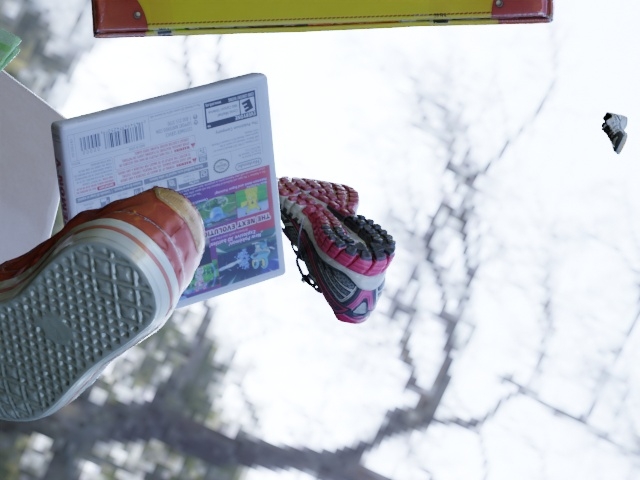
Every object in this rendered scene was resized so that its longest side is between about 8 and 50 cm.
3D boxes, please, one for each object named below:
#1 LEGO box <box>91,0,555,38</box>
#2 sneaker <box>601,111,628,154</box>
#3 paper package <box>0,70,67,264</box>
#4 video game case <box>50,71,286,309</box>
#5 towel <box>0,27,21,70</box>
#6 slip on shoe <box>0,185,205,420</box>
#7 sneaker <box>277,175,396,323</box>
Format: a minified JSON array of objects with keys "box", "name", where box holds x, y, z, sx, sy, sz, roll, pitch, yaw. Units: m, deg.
[{"box":[-0.002,-0.423,2.103,0.193,0.500,0.372,-69,157,-68],"name":"LEGO box"},{"box":[0.415,-0.153,2.796,0.083,0.037,0.032,-80,-167,-54],"name":"sneaker"},{"box":[-0.420,-0.059,1.889,0.168,0.325,0.309,-25,-138,33],"name":"paper package"},{"box":[-0.123,-0.032,1.647,0.023,0.201,0.183,20,-59,52],"name":"video game case"},{"box":[-0.357,-0.167,1.738,0.113,0.152,0.023,-58,167,-33],"name":"towel"},{"box":[-0.195,0.050,1.475,0.331,0.123,0.101,-30,-167,47],"name":"slip on shoe"},{"box":[0.000,0.000,2.569,0.299,0.121,0.112,-123,-139,-59],"name":"sneaker"}]
